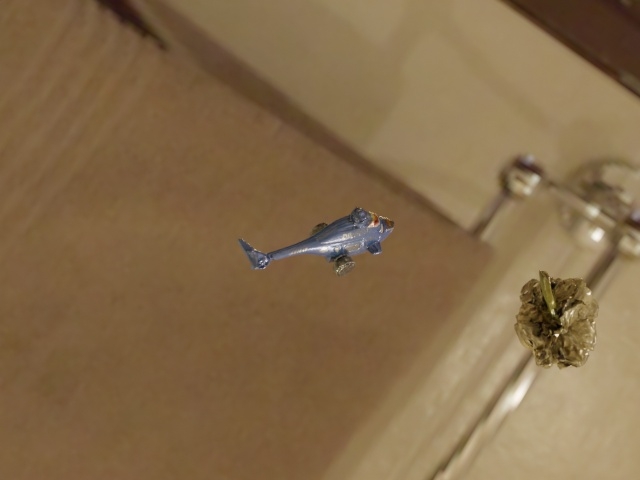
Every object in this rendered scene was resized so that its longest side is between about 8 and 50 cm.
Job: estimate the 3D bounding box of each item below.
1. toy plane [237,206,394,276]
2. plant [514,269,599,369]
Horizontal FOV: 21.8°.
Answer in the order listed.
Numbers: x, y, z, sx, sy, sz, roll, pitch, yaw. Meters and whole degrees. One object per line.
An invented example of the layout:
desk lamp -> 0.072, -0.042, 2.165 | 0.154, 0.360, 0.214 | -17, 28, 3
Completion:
toy plane -> 0.000, 0.000, 1.528 | 0.054, 0.167, 0.062 | 56, -35, 28
plant -> 0.280, 0.087, 1.967 | 0.104, 0.122, 0.117 | -16, -121, 5
